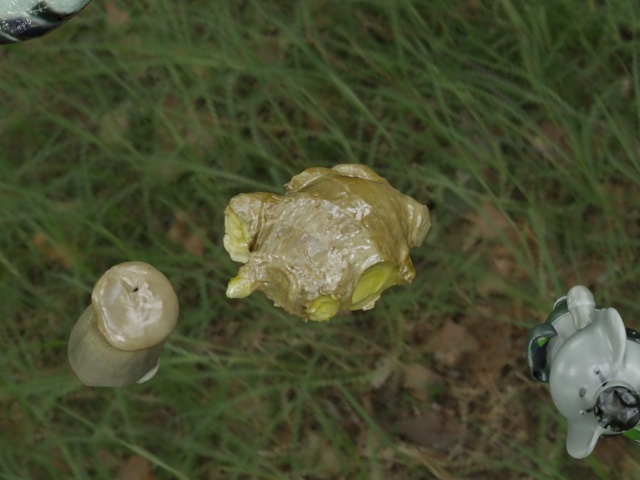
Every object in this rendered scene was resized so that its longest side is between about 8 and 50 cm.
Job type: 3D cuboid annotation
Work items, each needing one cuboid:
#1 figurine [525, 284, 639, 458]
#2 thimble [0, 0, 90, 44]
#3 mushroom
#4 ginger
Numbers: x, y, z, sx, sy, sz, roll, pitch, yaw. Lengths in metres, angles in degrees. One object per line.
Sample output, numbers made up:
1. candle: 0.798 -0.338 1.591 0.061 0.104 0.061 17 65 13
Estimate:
1. figurine: 0.254 0.115 1.277 0.126 0.147 0.192 4 23 -3
2. thimble: -0.241 -0.269 1.035 0.237 0.237 0.150 -6 31 29
3. mushroom: -0.196 0.093 1.383 0.108 0.247 0.096 -29 83 -15
4. ginger: 0.000 0.000 1.254 0.216 0.102 0.157 -29 62 -35
